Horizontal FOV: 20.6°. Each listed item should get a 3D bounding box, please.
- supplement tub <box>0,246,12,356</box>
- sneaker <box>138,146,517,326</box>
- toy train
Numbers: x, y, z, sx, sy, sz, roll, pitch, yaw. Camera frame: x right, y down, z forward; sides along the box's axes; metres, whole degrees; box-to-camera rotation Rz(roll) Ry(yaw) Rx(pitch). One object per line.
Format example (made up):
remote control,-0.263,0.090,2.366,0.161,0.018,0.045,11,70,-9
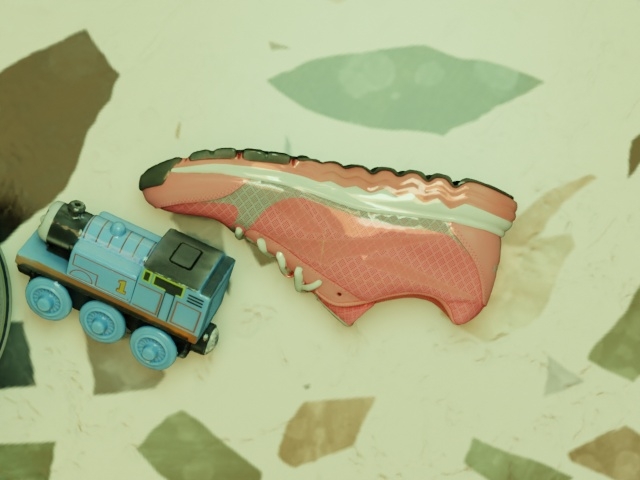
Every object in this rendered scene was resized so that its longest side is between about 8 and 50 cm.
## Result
supplement tub,-0.381,0.050,1.357,0.235,0.325,0.235,0,89,2
sneaker,0.000,0.000,1.450,0.314,0.116,0.136,8,90,2
toy train,-0.163,0.031,1.456,0.184,0.080,0.105,25,126,5
